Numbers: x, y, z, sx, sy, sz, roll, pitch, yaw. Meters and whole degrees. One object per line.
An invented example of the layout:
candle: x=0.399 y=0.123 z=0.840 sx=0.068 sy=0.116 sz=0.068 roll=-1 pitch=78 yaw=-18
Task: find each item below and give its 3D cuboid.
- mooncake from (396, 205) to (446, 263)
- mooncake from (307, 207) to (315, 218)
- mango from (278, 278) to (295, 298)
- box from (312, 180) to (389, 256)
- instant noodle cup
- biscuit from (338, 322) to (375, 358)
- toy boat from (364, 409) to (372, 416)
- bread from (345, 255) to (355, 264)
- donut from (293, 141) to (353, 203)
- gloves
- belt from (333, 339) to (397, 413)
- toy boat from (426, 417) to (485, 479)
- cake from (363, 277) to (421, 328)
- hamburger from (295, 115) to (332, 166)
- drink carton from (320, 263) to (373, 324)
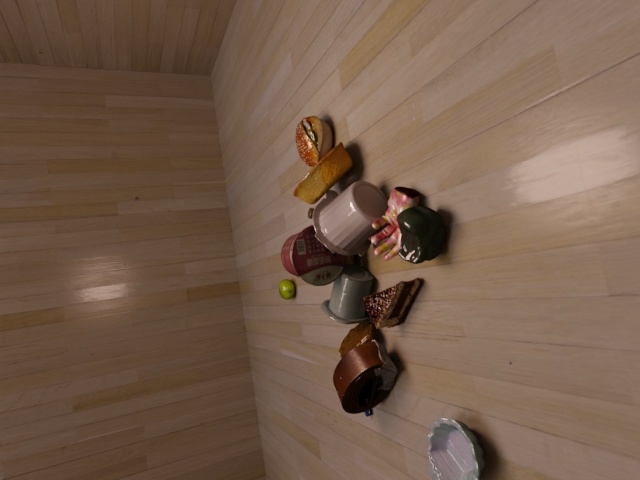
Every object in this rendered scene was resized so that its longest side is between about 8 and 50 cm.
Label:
mooncake: x=0.294 y=-0.016 z=1.266 sx=0.168 sy=0.175 sz=0.104 roll=-46 pitch=34 yaw=3
mooncake: x=-0.013 y=0.003 z=2.052 sx=0.150 sy=0.057 sz=0.345 roll=163 pitch=97 yaw=-77
mango: x=-0.197 y=0.293 z=2.491 sx=0.163 sy=0.089 sz=0.117 roll=109 pitch=139 yaw=-64
box: x=0.129 y=-0.113 z=1.559 sx=0.206 sy=0.263 sz=0.290 roll=-40 pitch=49 yaw=46
instant noodle cup: x=-0.039 y=0.057 z=1.652 sx=0.179 sy=0.235 sz=0.234 roll=-3 pitch=93 yaw=63
biscuit: x=0.141 y=0.395 z=1.709 sx=0.034 sy=0.182 sz=0.215 roll=45 pitch=179 yaw=-8
toy boat: x=0.197 y=0.710 z=1.805 sx=0.038 sy=0.038 sz=0.083 roll=-39 pitch=61 yaw=61
bread: x=0.057 y=0.104 z=1.822 sx=0.229 sy=0.143 sz=0.139 roll=-13 pitch=85 yaw=64
donut: x=0.015 y=-0.259 z=1.713 sx=0.110 sy=0.303 sz=0.303 roll=45 pitch=151 yaw=-4
gloves: x=0.257 y=-0.047 z=1.396 sx=0.145 sy=0.126 sz=0.240 roll=26 pitch=119 yaw=33
belt: x=0.170 y=0.528 z=1.608 sx=0.122 sy=0.218 sz=0.338 roll=-115 pitch=26 yaw=-46
toy boat: x=0.408 y=0.645 z=1.260 sx=0.199 sy=0.100 sz=0.290 roll=-124 pitch=37 yaw=-46
cake: x=0.265 y=0.224 z=1.456 sx=0.246 sy=0.113 sz=0.134 roll=-39 pitch=64 yaw=57
hamburger: x=-0.037 y=-0.442 z=1.891 sx=0.237 sy=0.148 sz=0.236 roll=173 pitch=90 yaw=-68
drink carton: x=0.120 y=0.213 z=1.686 sx=0.185 sy=0.191 sz=0.189 roll=49 pitch=132 yaw=53
